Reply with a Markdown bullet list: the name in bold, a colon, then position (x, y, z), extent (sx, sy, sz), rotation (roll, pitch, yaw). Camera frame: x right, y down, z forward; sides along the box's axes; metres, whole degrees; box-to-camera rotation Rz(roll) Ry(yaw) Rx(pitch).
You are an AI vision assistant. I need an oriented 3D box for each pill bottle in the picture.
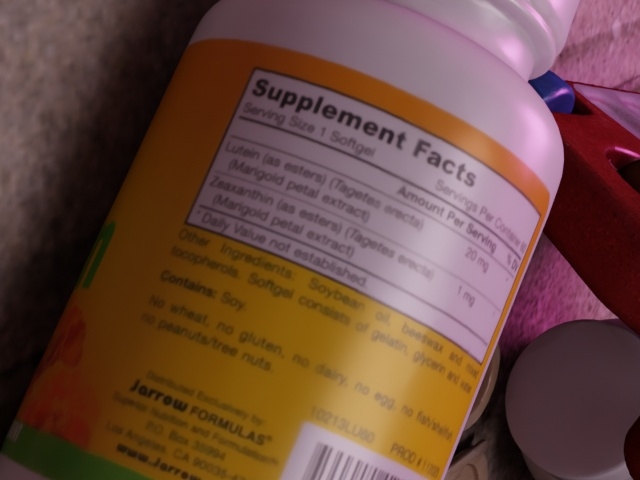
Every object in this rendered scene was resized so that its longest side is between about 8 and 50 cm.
- **pill bottle**: position (0.185, 0.112, 0.836), extent (0.208, 0.118, 0.117), rotation (33, 76, -57)
- **pill bottle**: position (0.000, 0.000, 0.482), extent (0.136, 0.136, 0.245), rotation (40, 70, -56)

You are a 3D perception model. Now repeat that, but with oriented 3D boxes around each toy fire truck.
- **toy fire truck**: position (0.196, 0.006, 0.696), extent (0.302, 0.254, 0.169), rotation (-4, 130, -56)

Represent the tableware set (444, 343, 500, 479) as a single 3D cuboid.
- **tableware set**: position (0.055, 0.124, 0.733), extent (0.141, 0.020, 0.168), rotation (-39, 134, -42)
